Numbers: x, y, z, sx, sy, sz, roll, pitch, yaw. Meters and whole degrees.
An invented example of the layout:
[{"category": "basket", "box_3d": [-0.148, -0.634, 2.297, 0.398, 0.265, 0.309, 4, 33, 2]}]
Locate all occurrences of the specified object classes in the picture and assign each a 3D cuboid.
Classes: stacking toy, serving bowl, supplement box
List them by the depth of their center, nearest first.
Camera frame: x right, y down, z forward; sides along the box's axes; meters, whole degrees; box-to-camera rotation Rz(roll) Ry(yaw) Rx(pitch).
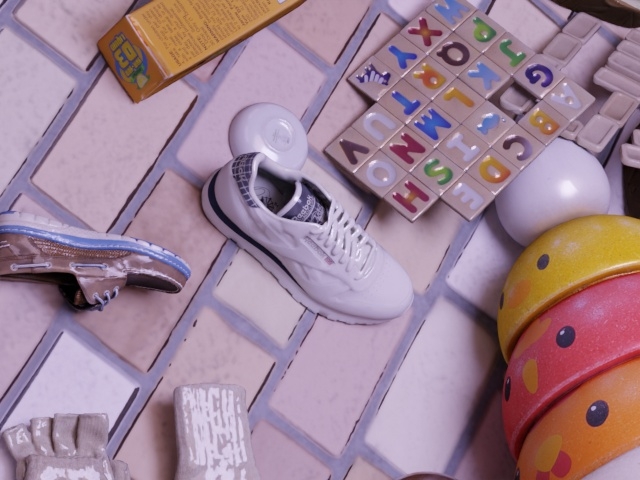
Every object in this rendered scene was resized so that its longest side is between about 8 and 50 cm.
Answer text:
[{"category": "supplement box", "box_3d": [-0.099, -0.222, 1.900, 0.233, 0.078, 0.080, -38, 94, -35]}, {"category": "serving bowl", "box_3d": [-0.045, -0.098, 1.917, 0.083, 0.027, 0.083, 11, 68, -28]}, {"category": "stacking toy", "box_3d": [0.279, 0.100, 1.925, 0.350, 0.351, 0.480, 0, 51, -30]}]

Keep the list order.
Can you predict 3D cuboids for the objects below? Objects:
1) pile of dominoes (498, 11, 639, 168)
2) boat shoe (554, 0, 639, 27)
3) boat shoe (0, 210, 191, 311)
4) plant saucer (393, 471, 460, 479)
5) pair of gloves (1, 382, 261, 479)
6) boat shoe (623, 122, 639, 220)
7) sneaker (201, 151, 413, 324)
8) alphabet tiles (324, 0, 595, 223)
[{"category": "pile of dominoes", "box_3d": [0.315, -0.144, 2.082, 0.196, 0.040, 0.251, 29, 40, 13]}, {"category": "boat shoe", "box_3d": [0.302, -0.278, 2.174, 0.152, 0.056, 0.049, 21, 58, -33]}, {"category": "boat shoe", "box_3d": [-0.207, 0.029, 1.761, 0.183, 0.066, 0.066, 13, 71, -15]}, {"category": "plant saucer", "box_3d": [0.102, 0.302, 1.858, 0.168, 0.029, 0.168, 11, 68, -28]}, {"category": "pair of gloves", "box_3d": [-0.151, 0.237, 1.727, 0.240, 0.042, 0.204, -8, 81, -30]}, {"category": "boat shoe", "box_3d": [0.383, 0.004, 2.085, 0.089, 0.104, 0.285, 11, 67, -24]}, {"category": "sneaker", "box_3d": [0.000, 0.000, 1.869, 0.235, 0.095, 0.090, 33, 58, -18]}, {"category": "alphabet tiles", "box_3d": [0.126, -0.128, 1.981, 0.198, 0.009, 0.237, 40, 67, 17]}]
